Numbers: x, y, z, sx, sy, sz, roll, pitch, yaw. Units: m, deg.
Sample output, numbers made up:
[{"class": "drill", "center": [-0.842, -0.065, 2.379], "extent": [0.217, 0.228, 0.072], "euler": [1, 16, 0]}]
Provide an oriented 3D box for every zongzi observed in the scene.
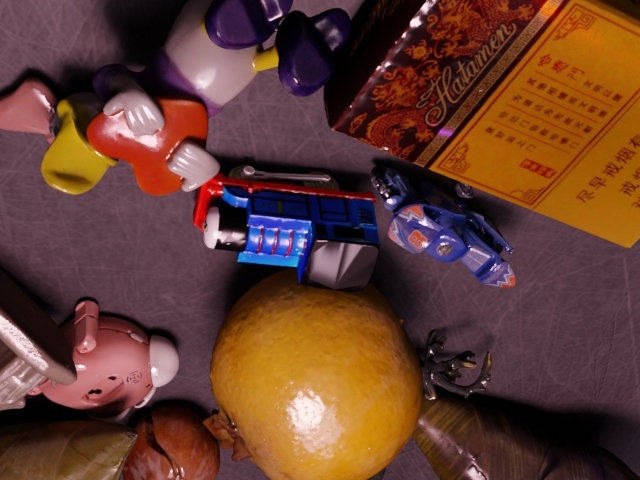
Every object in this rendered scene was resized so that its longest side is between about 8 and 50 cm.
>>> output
[{"class": "zongzi", "center": [0.248, 0.377, 1.880], "extent": [0.432, 0.208, 0.403], "euler": [29, 153, 6]}, {"class": "zongzi", "center": [-0.408, 0.298, 1.642], "extent": [0.322, 0.160, 0.360], "euler": [6, 152, -16]}]

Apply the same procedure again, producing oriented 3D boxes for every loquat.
[{"class": "loquat", "center": [-0.017, 0.171, 1.527], "extent": [0.274, 0.275, 0.275], "euler": [-3, 135, -3]}]

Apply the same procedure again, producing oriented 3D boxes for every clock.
[{"class": "clock", "center": [-0.280, 0.171, 1.623], "extent": [0.162, 0.093, 0.166], "euler": [30, 124, -35]}]

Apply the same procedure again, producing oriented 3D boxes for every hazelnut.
[{"class": "hazelnut", "center": [-0.207, 0.307, 1.733], "extent": [0.143, 0.143, 0.154], "euler": [26, 118, -29]}]

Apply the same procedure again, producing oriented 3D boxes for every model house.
[{"class": "model house", "center": [-0.423, 0.117, 1.509], "extent": [0.188, 0.122, 0.229], "euler": [-32, 115, 19]}]

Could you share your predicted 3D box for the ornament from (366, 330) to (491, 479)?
[{"class": "ornament", "center": [0.119, 0.219, 1.645], "extent": [0.236, 0.202, 0.080], "euler": [-24, 126, 13]}]

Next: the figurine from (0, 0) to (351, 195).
[{"class": "figurine", "center": [-0.164, -0.150, 1.248], "extent": [0.421, 0.193, 0.154], "euler": [-28, 131, 32]}]

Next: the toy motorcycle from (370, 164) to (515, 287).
[{"class": "toy motorcycle", "center": [0.142, -0.017, 1.465], "extent": [0.205, 0.114, 0.076], "euler": [26, 126, -28]}]

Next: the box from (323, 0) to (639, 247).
[{"class": "box", "center": [0.238, -0.168, 1.324], "extent": [0.415, 0.116, 0.264], "euler": [19, 131, -24]}]

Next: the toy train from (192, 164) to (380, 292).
[{"class": "toy train", "center": [-0.038, -0.018, 1.430], "extent": [0.204, 0.131, 0.083], "euler": [6, 135, -13]}]
